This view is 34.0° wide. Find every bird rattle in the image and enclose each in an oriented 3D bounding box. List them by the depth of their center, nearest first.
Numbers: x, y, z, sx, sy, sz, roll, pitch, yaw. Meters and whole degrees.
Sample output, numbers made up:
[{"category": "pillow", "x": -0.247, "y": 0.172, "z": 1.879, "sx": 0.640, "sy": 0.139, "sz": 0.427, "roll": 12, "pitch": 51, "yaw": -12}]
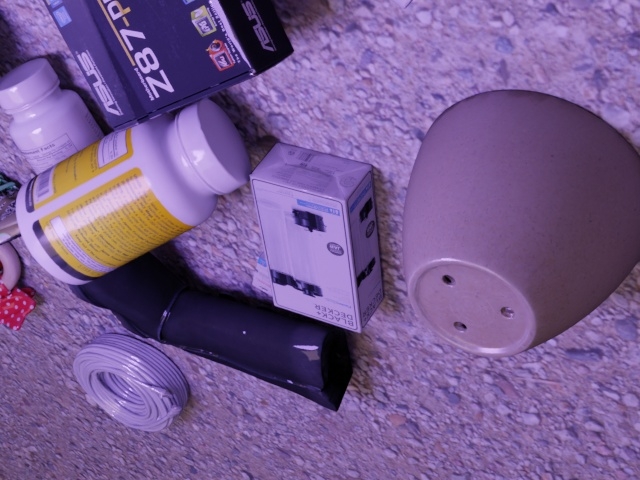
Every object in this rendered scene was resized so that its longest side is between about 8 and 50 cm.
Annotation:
[{"category": "bird rattle", "x": -0.716, "y": 0.072, "z": 2.219, "sx": 0.254, "sy": 0.143, "sz": 0.206, "roll": 28, "pitch": 126, "yaw": 4}]

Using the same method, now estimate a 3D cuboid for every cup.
[{"category": "cup", "x": 0.234, "y": 0.009, "z": 1.346, "sx": 0.331, "sy": 0.237, "sz": 0.331, "roll": 21, "pitch": 140, "yaw": 19}]

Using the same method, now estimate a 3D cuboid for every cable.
[{"category": "cable", "x": -0.409, "y": 0.306, "z": 2.262, "sx": 0.257, "sy": 0.089, "sz": 0.257, "roll": 36, "pitch": 143, "yaw": 0}]

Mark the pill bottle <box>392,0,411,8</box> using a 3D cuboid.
[{"category": "pill bottle", "x": -0.021, "y": -0.430, "z": 1.075, "sx": 0.408, "sy": 0.229, "sz": 0.229, "roll": 37, "pitch": 142, "yaw": -3}]

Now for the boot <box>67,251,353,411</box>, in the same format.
[{"category": "boot", "x": -0.181, "y": 0.134, "z": 1.814, "sx": 0.445, "sy": 0.146, "sz": 0.367, "roll": 20, "pitch": 165, "yaw": 24}]

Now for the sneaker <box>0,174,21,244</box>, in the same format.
[{"category": "sneaker", "x": -0.663, "y": -0.089, "z": 2.004, "sx": 0.411, "sy": 0.158, "sz": 0.182, "roll": 0, "pitch": 113, "yaw": 31}]

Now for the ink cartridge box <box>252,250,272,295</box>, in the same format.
[{"category": "ink cartridge box", "x": -0.086, "y": 0.056, "z": 1.801, "sx": 0.048, "sy": 0.028, "sz": 0.083, "roll": 29, "pitch": 142, "yaw": 8}]

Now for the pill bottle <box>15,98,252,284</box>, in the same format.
[{"category": "pill bottle", "x": -0.281, "y": -0.078, "z": 1.601, "sx": 0.334, "sy": 0.188, "sz": 0.188, "roll": -26, "pitch": 116, "yaw": 19}]

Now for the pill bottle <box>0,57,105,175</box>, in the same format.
[{"category": "pill bottle", "x": -0.437, "y": -0.178, "z": 1.732, "sx": 0.131, "sy": 0.131, "sz": 0.229, "roll": -2, "pitch": 129, "yaw": 38}]

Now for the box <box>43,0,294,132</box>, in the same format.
[{"category": "box", "x": -0.245, "y": -0.364, "z": 1.362, "sx": 0.318, "sy": 0.097, "sz": 0.394, "roll": -11, "pitch": 110, "yaw": 46}]

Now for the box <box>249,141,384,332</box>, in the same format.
[{"category": "box", "x": 0.000, "y": 0.000, "z": 1.631, "sx": 0.169, "sy": 0.087, "sz": 0.289, "roll": 17, "pitch": 139, "yaw": 23}]
